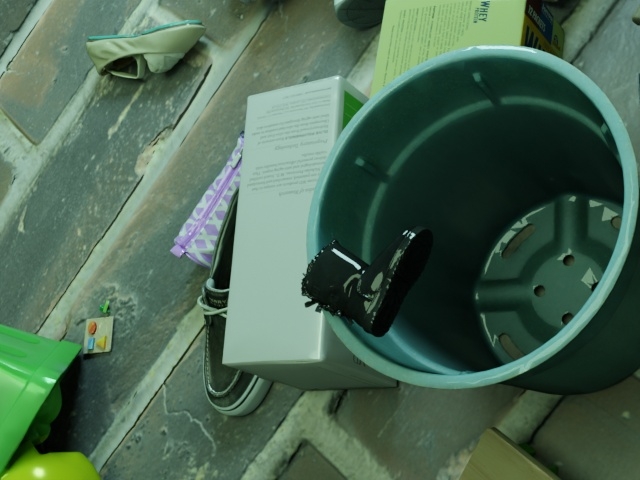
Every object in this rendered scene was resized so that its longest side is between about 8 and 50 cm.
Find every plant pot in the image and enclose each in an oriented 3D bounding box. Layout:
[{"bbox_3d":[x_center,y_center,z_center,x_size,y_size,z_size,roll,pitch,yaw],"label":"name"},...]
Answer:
[{"bbox_3d":[0.216,0.015,1.103,0.341,0.334,0.341,-11,69,30],"label":"plant pot"}]

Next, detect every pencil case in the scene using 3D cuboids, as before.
[{"bbox_3d":[-0.134,-0.055,1.508,0.086,0.088,0.206,32,94,22],"label":"pencil case"}]

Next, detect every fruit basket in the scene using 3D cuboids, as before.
[{"bbox_3d":[-0.447,0.342,1.518,0.392,0.283,0.392,0,96,-4],"label":"fruit basket"}]

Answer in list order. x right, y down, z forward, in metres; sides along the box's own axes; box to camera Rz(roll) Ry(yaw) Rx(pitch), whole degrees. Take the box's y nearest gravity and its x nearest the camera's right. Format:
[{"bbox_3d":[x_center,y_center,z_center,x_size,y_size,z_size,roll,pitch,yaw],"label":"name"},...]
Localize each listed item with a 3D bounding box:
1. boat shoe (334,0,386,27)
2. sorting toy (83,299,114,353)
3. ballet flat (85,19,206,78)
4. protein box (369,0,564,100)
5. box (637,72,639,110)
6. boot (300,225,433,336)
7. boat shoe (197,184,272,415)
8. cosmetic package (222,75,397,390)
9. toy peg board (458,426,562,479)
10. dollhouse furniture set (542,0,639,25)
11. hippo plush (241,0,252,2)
[{"bbox_3d":[0.145,-0.422,1.440,0.320,0.118,0.103,-31,59,30],"label":"boat shoe"},{"bbox_3d":[-0.353,0.137,1.631,0.062,0.012,0.083,-10,69,31],"label":"sorting toy"},{"bbox_3d":[-0.289,-0.313,1.715,0.248,0.086,0.086,0,74,35],"label":"ballet flat"},{"bbox_3d":[0.187,-0.202,1.320,0.201,0.136,0.200,0,73,34],"label":"protein box"},{"bbox_3d":[0.445,-0.129,1.113,0.158,0.156,0.093,-10,68,30],"label":"box"},{"bbox_3d":[0.042,0.026,0.982,0.099,0.045,0.121,28,90,40],"label":"boot"},{"bbox_3d":[-0.119,0.075,1.424,0.121,0.119,0.335,7,85,33],"label":"boat shoe"},{"bbox_3d":[0.000,0.000,1.336,0.155,0.197,0.366,-8,71,31],"label":"cosmetic package"},{"bbox_3d":[0.233,0.320,1.159,0.161,0.079,0.161,37,111,37],"label":"toy peg board"},{"bbox_3d":[0.351,-0.417,1.166,0.256,0.362,0.394,-61,24,3],"label":"dollhouse furniture set"},{"bbox_3d":[-0.114,-0.509,1.521,0.234,0.236,0.294,-47,36,6],"label":"hippo plush"}]
